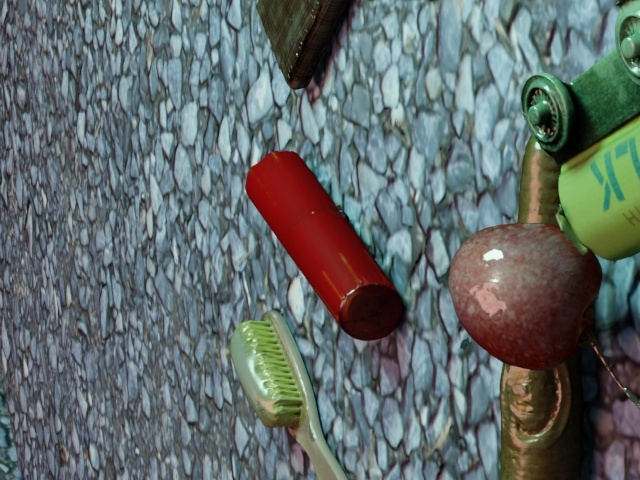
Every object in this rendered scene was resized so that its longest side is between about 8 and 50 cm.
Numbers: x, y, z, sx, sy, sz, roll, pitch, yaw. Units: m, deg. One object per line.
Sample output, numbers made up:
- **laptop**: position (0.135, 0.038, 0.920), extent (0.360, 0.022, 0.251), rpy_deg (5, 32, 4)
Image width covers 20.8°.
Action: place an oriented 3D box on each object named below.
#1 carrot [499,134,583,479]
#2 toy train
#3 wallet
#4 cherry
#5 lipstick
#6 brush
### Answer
- **carrot**: position (0.171, 0.066, 1.332), extent (0.070, 0.070, 0.342), rpy_deg (-168, 77, -66)
- **toy train**: position (0.228, -0.073, 1.152), extent (0.253, 0.105, 0.157), rpy_deg (-35, 74, 63)
- **wallet**: position (-0.006, -0.268, 1.735), extent (0.230, 0.042, 0.124), rpy_deg (116, 141, -50)
- **cherry**: position (0.187, 0.054, 1.242), extent (0.226, 0.090, 0.107), rpy_deg (24, 79, 26)
- **lipstick**: position (0.001, 0.001, 1.720), extent (0.279, 0.073, 0.073), rpy_deg (-126, 39, -52)
- **brush**: position (-0.031, 0.198, 1.830), extent (0.072, 0.067, 0.313), rpy_deg (109, 147, -40)
